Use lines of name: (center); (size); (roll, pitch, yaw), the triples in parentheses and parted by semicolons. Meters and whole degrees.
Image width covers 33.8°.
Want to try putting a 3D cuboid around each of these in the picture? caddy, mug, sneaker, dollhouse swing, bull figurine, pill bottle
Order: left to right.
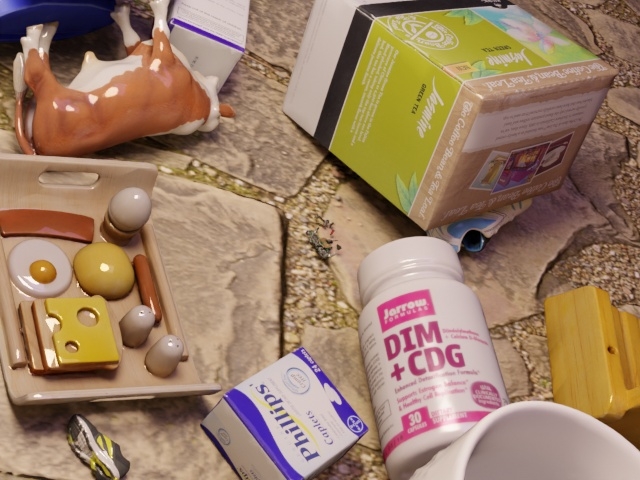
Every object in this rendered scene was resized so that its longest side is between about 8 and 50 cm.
caddy: (-0.323, -0.368, 1.295); (0.179, 0.241, 0.341); (69, 23, -3)
sneaker: (-0.227, 0.212, 1.077); (0.083, 0.031, 0.035); (54, 31, 10)
bull figurine: (-0.243, -0.198, 1.318); (0.310, 0.101, 0.189); (-26, 109, -39)
pill bottle: (0.133, 0.147, 1.284); (0.160, 0.160, 0.283); (11, 49, -28)
mug: (0.140, 0.380, 0.967); (0.276, 0.328, 0.374); (31, 43, -9)
sneaker: (0.240, -0.030, 1.576); (0.237, 0.085, 0.086); (-17, 88, -44)
dollhouse swing: (0.547, 0.165, 1.455); (0.346, 0.305, 0.315); (21, 46, -18)

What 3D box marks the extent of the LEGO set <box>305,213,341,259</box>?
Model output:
LEGO set: (0.002, 0.001, 1.423); (0.054, 0.023, 0.083); (37, 29, -6)

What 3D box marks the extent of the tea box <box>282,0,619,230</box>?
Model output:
tea box: (0.184, -0.215, 1.525); (0.329, 0.220, 0.323); (-17, 49, -42)

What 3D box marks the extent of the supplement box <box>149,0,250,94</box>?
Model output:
supplement box: (-0.172, -0.319, 1.499); (0.113, 0.111, 0.220); (19, 46, -21)

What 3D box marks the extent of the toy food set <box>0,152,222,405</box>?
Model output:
toy food set: (-0.245, 0.039, 1.159); (0.219, 0.092, 0.306); (1, 54, -35)

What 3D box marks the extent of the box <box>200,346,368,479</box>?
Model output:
box: (-0.039, 0.208, 1.176); (0.126, 0.072, 0.137); (50, 44, 12)
